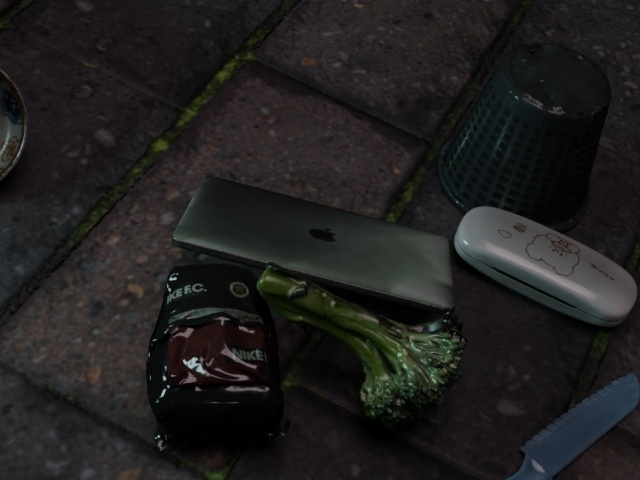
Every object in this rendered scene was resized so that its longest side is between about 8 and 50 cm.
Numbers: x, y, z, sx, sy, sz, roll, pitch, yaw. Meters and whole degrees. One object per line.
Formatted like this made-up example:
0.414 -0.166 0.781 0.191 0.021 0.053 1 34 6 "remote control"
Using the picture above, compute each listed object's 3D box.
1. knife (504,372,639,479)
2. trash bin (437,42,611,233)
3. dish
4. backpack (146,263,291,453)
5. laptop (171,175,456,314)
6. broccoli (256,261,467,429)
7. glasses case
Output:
0.202 0.199 1.035 0.313 0.019 0.044 -28 58 -34 "knife"
0.226 -0.117 1.220 0.175 0.161 0.175 5 48 -6 "trash bin"
-0.362 -0.113 1.137 0.141 0.078 0.141 0 91 -12 "dish"
-0.093 0.094 0.992 0.119 0.106 0.165 -4 54 -11 "backpack"
0.000 0.000 1.113 0.269 0.015 0.188 14 23 -1 "laptop"
0.031 0.083 1.010 0.204 0.118 0.122 32 53 -10 "broccoli"
0.230 0.025 1.168 0.193 0.049 0.074 26 49 11 "glasses case"
